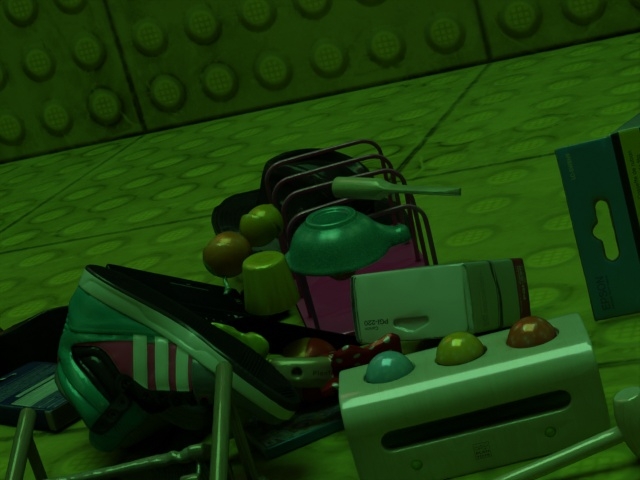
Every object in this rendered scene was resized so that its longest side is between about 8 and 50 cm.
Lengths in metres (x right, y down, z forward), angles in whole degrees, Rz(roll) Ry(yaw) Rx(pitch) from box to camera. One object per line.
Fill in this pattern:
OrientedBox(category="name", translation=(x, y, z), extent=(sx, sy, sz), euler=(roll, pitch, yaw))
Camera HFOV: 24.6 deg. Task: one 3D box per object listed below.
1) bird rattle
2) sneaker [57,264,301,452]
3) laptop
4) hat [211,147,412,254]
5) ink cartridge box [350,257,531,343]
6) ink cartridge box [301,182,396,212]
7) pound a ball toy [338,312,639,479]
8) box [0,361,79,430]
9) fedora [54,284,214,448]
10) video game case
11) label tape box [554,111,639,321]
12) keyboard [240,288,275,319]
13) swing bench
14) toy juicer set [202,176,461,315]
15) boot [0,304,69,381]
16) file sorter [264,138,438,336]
OrientedBox(category="bird rattle", translation=(-0.012, 0.150, 1.775), extent=(0.253, 0.143, 0.207), euler=(-10, 0, 9))
OrientedBox(category="sneaker", translation=(-0.183, 0.173, 1.668), extent=(0.295, 0.178, 0.124), euler=(30, 7, 14))
OrientedBox(category="laptop", translation=(-0.111, 0.083, 1.920), extent=(0.234, 0.137, 0.264), euler=(14, 27, -43))
OrientedBox(category="hat", translation=(-0.012, -0.072, 2.383), extent=(0.331, 0.134, 0.331), euler=(2, 31, -1))
OrientedBox(category="ink cartridge box", translation=(0.155, 0.075, 1.855), extent=(0.158, 0.092, 0.218), euler=(-7, -1, 27))
OrientedBox(category="ink cartridge box", translation=(0.037, -0.042, 2.556), extent=(0.104, 0.060, 0.180), euler=(2, 23, 46))
OrientedBox(category="pound a ball toy", translation=(0.183, 0.167, 1.542), extent=(0.319, 0.136, 0.208), euler=(-15, 15, 6))
OrientedBox(category="box", translation=(-0.399, 0.221, 2.112), extent=(0.225, 0.037, 0.136), euler=(2, 23, 44))
OrientedBox(category="fedora", translation=(-0.254, 0.174, 1.887), extent=(0.124, 0.243, 0.275), euler=(-44, 19, 8))
OrientedBox(category="video game case", translation=(-0.040, 0.218, 1.810), extent=(0.119, 0.015, 0.166), euler=(-21, 16, -17))
OrientedBox(category="label tape box", translation=(0.481, -0.054, 1.820), extent=(0.333, 0.241, 0.106), euler=(-11, 16, 15))
OrientedBox(category="keyboard", translation=(-0.073, 0.090, 2.285), extent=(0.100, 0.038, 0.192), euler=(-39, 17, 3))
OrientedBox(category="swing bench", translation=(-0.205, 0.275, 1.513), extent=(0.253, 0.165, 0.255), euler=(-12, 21, 10))
OrientedBox(category="toy juicer set", translation=(0.000, 0.000, 1.894), extent=(0.329, 0.090, 0.209), euler=(-25, 25, -30))
OrientedBox(category="boot", translation=(-0.493, 0.170, 2.359), extent=(0.264, 0.096, 0.280), euler=(-30, 12, -20))
OrientedBox(category="file sorter", translation=(0.042, -0.006, 2.114), extent=(0.202, 0.182, 0.291), euler=(-17, 25, -5))
